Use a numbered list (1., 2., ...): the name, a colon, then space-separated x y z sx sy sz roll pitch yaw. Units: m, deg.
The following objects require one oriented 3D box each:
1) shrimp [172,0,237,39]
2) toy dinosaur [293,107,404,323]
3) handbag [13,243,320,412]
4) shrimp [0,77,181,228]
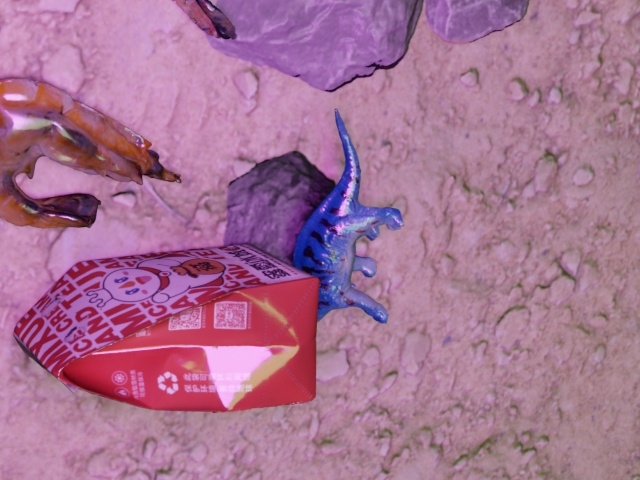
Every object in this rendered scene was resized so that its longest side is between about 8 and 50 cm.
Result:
1. shrimp: -0.064 -0.277 1.716 0.219 0.046 0.152 14 98 -30
2. toy dinosaur: 0.023 0.014 1.861 0.144 0.076 0.329 11 112 -27
3. handbag: -0.161 0.096 1.715 0.298 0.171 0.151 -5 106 -30
4. shrimp: -0.261 -0.069 1.665 0.254 0.059 0.145 30 93 -35
